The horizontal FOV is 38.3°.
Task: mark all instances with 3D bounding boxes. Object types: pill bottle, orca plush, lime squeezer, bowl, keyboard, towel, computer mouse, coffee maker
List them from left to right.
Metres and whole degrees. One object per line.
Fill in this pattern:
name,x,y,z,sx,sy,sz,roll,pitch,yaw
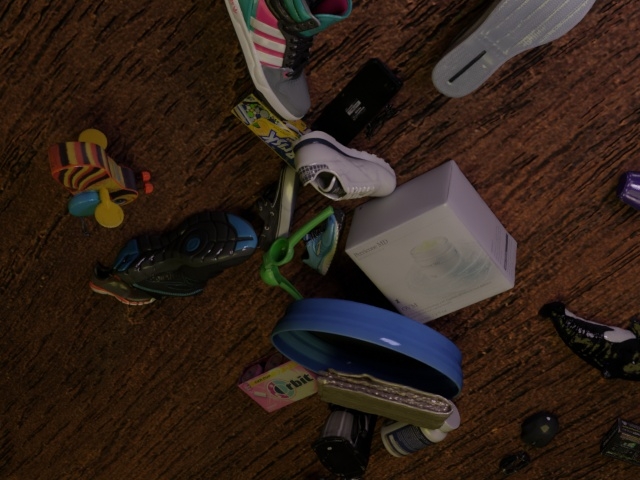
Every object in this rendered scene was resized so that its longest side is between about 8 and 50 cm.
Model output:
lime squeezer,-0.057,0.042,1.760,0.109,0.059,0.310,11,140,-5
coffee maker,0.063,0.427,2.055,0.120,0.178,0.171,2,129,16
keyboard,0.074,-0.225,1.602,0.100,0.038,0.192,49,129,3
bowl,0.096,0.218,1.836,0.391,0.077,0.391,16,159,6
towel,0.128,0.328,1.916,0.282,0.049,0.187,15,161,5
pill bottle,0.225,0.415,2.059,0.169,0.094,0.094,-32,116,34
computer mouse,0.466,0.468,2.079,0.071,0.041,0.242,18,132,-2
orca plush,0.562,0.215,1.796,0.287,0.102,0.151,38,128,-18

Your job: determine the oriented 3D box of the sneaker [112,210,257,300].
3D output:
sneaker,-0.252,0.037,1.859,0.340,0.125,0.140,-11,138,32

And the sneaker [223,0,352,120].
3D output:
sneaker,-0.028,-0.331,1.476,0.178,0.124,0.296,-2,128,29

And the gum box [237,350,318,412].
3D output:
gum box,-0.078,0.304,2.063,0.188,0.062,0.107,-29,118,33

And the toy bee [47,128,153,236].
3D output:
toy bee,-0.407,-0.119,1.747,0.162,0.298,0.195,-15,92,-7

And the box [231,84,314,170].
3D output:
box,-0.074,-0.202,1.636,0.169,0.054,0.059,42,127,-20

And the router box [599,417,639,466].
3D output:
router box,0.682,0.442,2.002,0.122,0.038,0.092,18,132,-2

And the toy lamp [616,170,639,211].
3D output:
toy lamp,0.639,-0.055,1.566,0.274,0.080,0.080,17,132,-4

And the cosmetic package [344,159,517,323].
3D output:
cosmetic package,0.204,0.011,1.692,0.224,0.138,0.225,-26,118,31

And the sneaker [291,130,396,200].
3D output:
sneaker,0.045,-0.107,1.616,0.235,0.095,0.090,16,140,-39

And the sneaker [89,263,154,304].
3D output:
sneaker,-0.421,0.090,1.973,0.157,0.061,0.065,12,125,3

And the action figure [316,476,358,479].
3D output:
action figure,0.045,0.670,2.302,0.275,0.141,0.164,39,142,15

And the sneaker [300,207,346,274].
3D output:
sneaker,0.000,0.000,1.785,0.073,0.063,0.162,21,131,0

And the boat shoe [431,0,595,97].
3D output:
boat shoe,0.286,-0.335,1.401,0.109,0.094,0.302,40,129,-23

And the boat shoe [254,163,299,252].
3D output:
boat shoe,-0.089,-0.060,1.752,0.076,0.080,0.229,13,139,1
